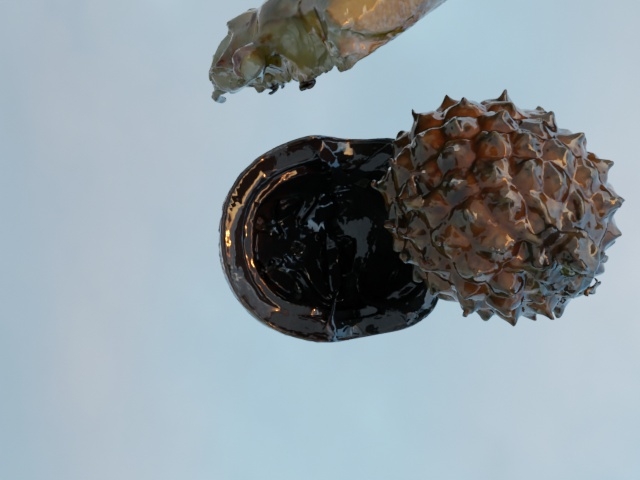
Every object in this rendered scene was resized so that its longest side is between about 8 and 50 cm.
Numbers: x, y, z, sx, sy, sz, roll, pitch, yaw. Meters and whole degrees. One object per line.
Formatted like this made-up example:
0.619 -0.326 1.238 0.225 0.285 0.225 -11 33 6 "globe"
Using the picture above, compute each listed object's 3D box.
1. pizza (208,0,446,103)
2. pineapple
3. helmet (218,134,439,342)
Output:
0.008 -0.162 1.359 0.189 0.071 0.297 -38 -172 -22 "pizza"
0.129 -0.016 1.327 0.193 0.166 0.166 36 -70 55 "pineapple"
0.003 0.001 1.458 0.107 0.177 0.153 164 -76 -77 "helmet"
